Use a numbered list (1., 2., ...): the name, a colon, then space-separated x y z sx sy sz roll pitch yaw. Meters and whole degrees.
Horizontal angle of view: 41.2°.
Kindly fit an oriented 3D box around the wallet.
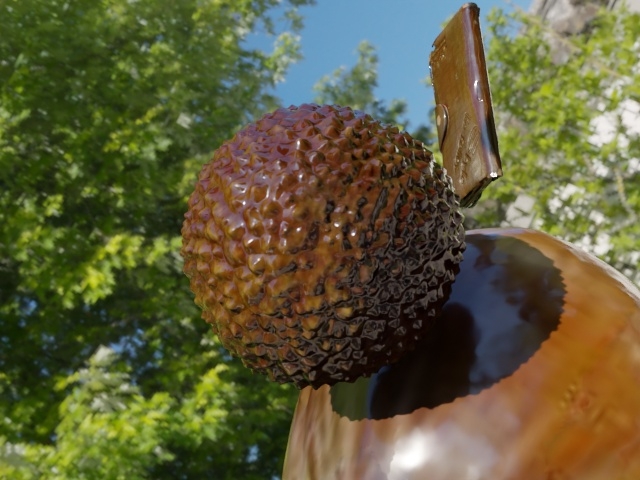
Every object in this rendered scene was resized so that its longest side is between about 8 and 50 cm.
1. wallet: 0.132 -0.123 0.795 0.095 0.026 0.176 129 138 -65

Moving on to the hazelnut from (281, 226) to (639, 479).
1. hazelnut: 0.135 0.158 0.690 0.373 0.315 0.372 -27 1 0

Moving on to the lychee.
1. lychee: 0.001 -0.002 0.548 0.194 0.195 0.194 -47 -25 -31
